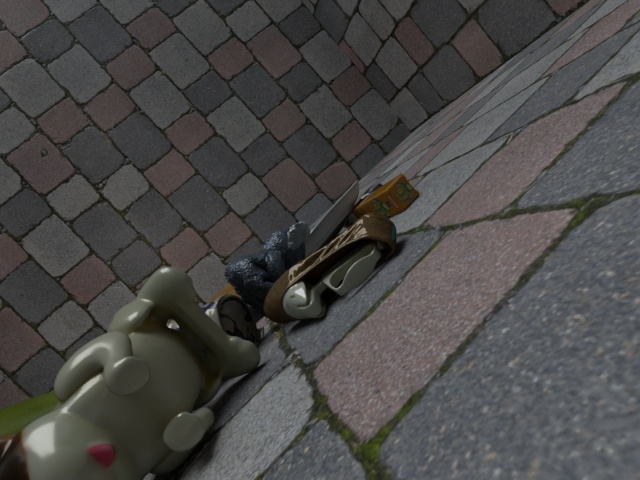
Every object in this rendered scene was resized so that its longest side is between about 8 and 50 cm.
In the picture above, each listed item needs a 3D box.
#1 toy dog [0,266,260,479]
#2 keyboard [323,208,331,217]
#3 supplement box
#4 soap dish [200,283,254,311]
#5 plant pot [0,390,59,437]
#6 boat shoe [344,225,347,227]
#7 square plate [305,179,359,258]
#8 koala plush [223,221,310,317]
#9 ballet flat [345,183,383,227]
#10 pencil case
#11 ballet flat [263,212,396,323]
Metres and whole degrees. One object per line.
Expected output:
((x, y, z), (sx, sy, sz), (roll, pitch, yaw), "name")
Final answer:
((-0.359, 0.292, 0.702), (0.395, 0.285, 0.408), (-22, 20, 23), "toy dog")
((0.033, -0.063, 1.581), (0.201, 0.033, 0.317), (-48, -7, -15), "keyboard")
((0.178, -0.107, 1.173), (0.080, 0.078, 0.233), (-45, 6, -23), "supplement box")
((-0.286, 0.209, 1.503), (0.229, 0.118, 0.291), (-40, -5, 16), "soap dish")
((-0.607, 0.491, 0.869), (0.366, 0.367, 0.353), (-37, -4, 40), "plant pot")
((0.129, -0.093, 1.564), (0.043, 0.049, 0.137), (-44, 1, -37), "boat shoe")
((0.000, 0.000, 1.349), (0.347, 0.049, 0.344), (-49, -6, -20), "square plate")
((-0.109, 0.055, 1.040), (0.196, 0.203, 0.221), (-31, 27, 56), "koala plush")
((0.153, -0.116, 1.456), (0.203, 0.074, 0.074), (-46, 3, 30), "ballet flat")
((-0.354, 0.286, 1.048), (0.410, 0.183, 0.160), (-27, 51, 12), "pencil case")
((0.016, 0.081, 0.826), (0.342, 0.116, 0.124), (-37, 26, 12), "ballet flat")
